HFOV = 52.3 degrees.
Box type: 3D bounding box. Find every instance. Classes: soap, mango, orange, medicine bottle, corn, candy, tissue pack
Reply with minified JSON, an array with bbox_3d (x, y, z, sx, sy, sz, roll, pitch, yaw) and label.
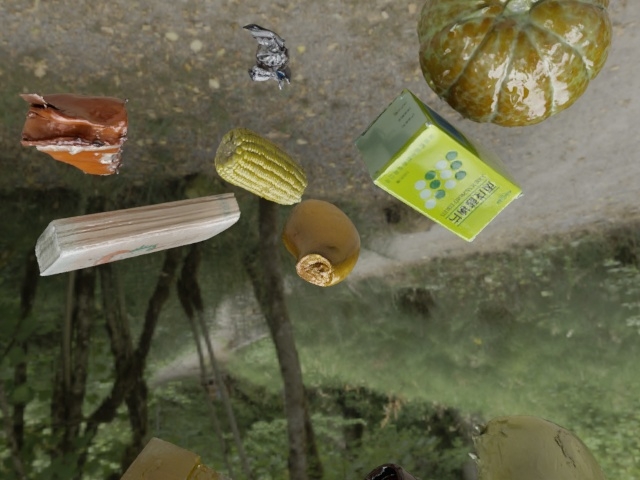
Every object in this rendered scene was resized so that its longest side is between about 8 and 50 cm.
[{"bbox_3d":[-0.376,0.645,1.549,0.259,0.143,0.281,23,-147,6],"label":"soap"},{"bbox_3d":[0.004,0.001,1.619,0.187,0.144,0.359,-3,-152,-14],"label":"mango"},{"bbox_3d":[0.330,-0.357,1.121,0.329,0.329,0.249,-9,177,16],"label":"orange"},{"bbox_3d":[0.201,-0.125,1.106,0.250,0.141,0.137,28,115,-30],"label":"medicine bottle"},{"bbox_3d":[-0.086,-0.108,0.987,0.063,0.085,0.165,-9,156,35],"label":"corn"},{"bbox_3d":[-0.090,-0.309,1.113,0.094,0.051,0.226,16,176,-6],"label":"candy"},{"bbox_3d":[-0.320,-0.014,1.154,0.325,0.071,0.170,-13,173,-36],"label":"tissue pack"}]

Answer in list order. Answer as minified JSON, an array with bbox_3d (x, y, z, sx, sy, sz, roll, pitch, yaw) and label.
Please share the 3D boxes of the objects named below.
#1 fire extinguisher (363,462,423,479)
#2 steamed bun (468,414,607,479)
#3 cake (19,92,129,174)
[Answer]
[{"bbox_3d":[0.193,0.338,0.650,0.341,0.105,0.141,34,129,-12],"label":"fire extinguisher"},{"bbox_3d":[0.356,0.388,1.000,0.166,0.232,0.273,-21,133,35],"label":"steamed bun"},{"bbox_3d":[-0.321,-0.154,0.956,0.135,0.098,0.287,-3,-179,1],"label":"cake"}]
